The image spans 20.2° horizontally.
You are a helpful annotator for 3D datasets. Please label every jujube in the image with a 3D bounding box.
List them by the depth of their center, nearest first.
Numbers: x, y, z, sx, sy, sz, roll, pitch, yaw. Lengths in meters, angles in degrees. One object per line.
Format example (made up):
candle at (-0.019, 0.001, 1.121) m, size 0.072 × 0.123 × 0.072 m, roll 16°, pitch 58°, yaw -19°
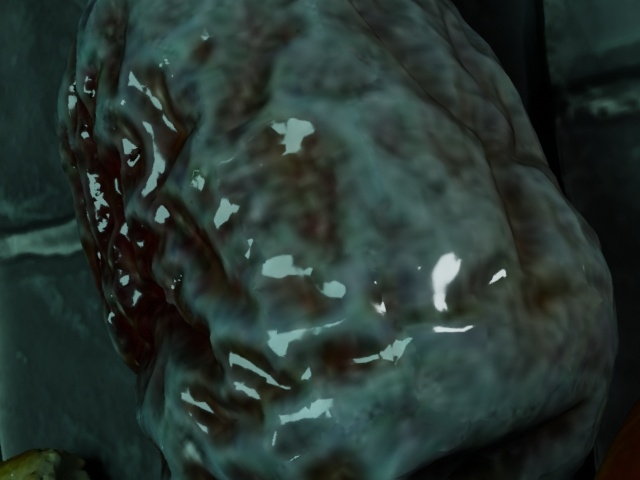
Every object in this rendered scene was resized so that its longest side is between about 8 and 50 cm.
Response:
jujube at (0.000, 0.000, 0.797) m, size 0.226 × 0.226 × 0.317 m, roll -51°, pitch 52°, yaw 35°

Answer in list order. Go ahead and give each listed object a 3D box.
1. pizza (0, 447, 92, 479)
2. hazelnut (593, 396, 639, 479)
pizza at (-0.151, 0.267, 1.067) m, size 0.189 × 0.071 × 0.297 m, roll -43°, pitch 63°, yaw 25°
hazelnut at (0.191, 0.120, 0.626) m, size 0.186 × 0.210 × 0.210 m, roll -163°, pitch 76°, yaw -70°
